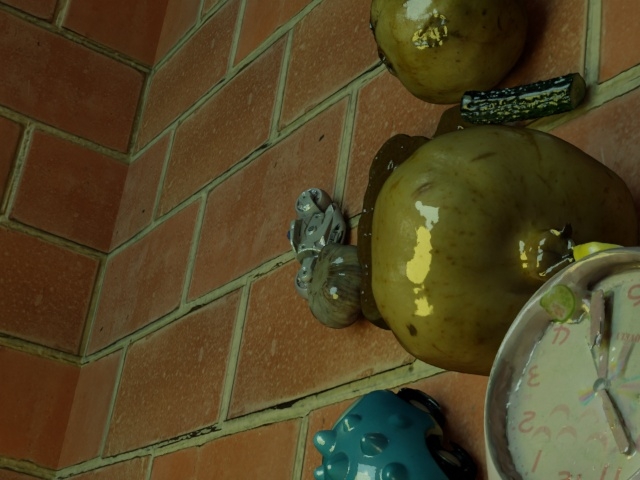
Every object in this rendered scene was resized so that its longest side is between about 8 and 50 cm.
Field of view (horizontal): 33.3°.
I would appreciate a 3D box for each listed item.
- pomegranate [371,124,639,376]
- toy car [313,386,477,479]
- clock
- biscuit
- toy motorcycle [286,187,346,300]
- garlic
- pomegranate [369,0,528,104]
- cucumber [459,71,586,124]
[{"bbox_3d":[0.217,0.015,1.284,0.342,0.342,0.342,-42,37,42],"label":"pomegranate"},{"bbox_3d":[0.081,0.314,1.476,0.188,0.190,0.255,-61,26,18],"label":"toy car"},{"bbox_3d":[0.321,0.217,1.032,0.368,0.250,0.377,-4,61,60],"label":"clock"},{"bbox_3d":[0.171,-0.042,1.682,0.359,0.074,0.381,-49,32,24],"label":"biscuit"},{"bbox_3d":[0.000,0.000,1.975,0.112,0.112,0.254,-45,34,39],"label":"toy motorcycle"},{"bbox_3d":[0.039,0.079,1.818,0.147,0.102,0.159,-56,23,20],"label":"garlic"},{"bbox_3d":[0.201,-0.340,1.683,0.260,0.260,0.260,-42,37,42],"label":"pomegranate"},{"bbox_3d":[0.289,-0.201,1.547,0.187,0.058,0.058,-5,65,40],"label":"cucumber"}]
